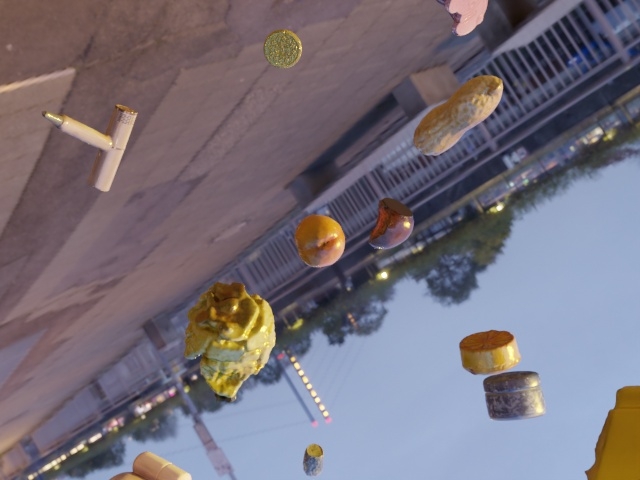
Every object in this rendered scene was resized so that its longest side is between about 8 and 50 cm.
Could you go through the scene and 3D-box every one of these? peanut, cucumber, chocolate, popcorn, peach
[{"bbox_3d":[0.324,-0.299,1.696,0.263,0.101,0.117,-39,-151,40],"label":"peanut"},{"bbox_3d":[-0.022,0.634,2.067,0.064,0.064,0.111,-29,142,-27],"label":"cucumber"},{"bbox_3d":[0.186,-0.039,1.986,0.124,0.127,0.133,-28,155,-54],"label":"chocolate"},{"bbox_3d":[-0.269,0.265,2.072,0.293,0.293,0.237,-30,144,-17],"label":"popcorn"},{"bbox_3d":[0.000,0.000,1.858,0.138,0.138,0.138,-31,176,-2],"label":"peach"}]

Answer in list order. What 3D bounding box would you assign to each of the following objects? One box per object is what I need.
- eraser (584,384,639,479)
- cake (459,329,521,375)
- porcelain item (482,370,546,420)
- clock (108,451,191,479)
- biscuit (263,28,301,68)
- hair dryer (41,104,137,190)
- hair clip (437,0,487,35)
[{"bbox_3d":[0.398,0.222,0.732,0.226,0.069,0.158,-19,-145,51],"label":"eraser"},{"bbox_3d":[0.234,0.157,0.994,0.084,0.044,0.084,-14,-168,3],"label":"cake"},{"bbox_3d":[0.496,0.394,1.832,0.147,0.114,0.147,-7,172,-1],"label":"porcelain item"},{"bbox_3d":[-0.420,0.636,1.445,0.184,0.341,0.326,10,-160,26],"label":"clock"},{"bbox_3d":[-0.082,-0.414,1.547,0.084,0.084,0.023,-33,-162,17],"label":"biscuit"},{"bbox_3d":[-0.515,-0.209,1.546,0.220,0.054,0.195,1,115,-59],"label":"hair dryer"},{"bbox_3d":[0.283,-0.459,1.370,0.123,0.138,0.102,-44,-149,-5],"label":"hair clip"}]
